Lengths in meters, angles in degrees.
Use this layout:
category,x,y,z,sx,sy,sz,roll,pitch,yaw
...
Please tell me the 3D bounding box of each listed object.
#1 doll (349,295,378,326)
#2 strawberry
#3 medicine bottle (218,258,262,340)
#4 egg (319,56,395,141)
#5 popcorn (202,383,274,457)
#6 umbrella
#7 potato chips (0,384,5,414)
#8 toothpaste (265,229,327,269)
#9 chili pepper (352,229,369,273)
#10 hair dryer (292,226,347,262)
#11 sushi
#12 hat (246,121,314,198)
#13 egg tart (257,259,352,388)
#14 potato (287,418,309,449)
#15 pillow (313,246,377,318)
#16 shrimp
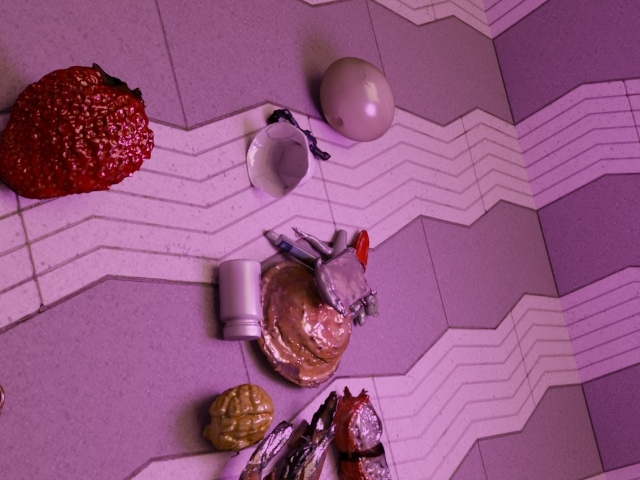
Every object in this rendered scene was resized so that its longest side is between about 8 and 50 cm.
category,x,y,z,sx,sy,sz,roll,pitch,yaw
doll,0.113,0.192,2.269,0.150,0.077,0.115,-15,79,-41
strawberry,-0.482,-0.206,1.525,0.258,0.261,0.261,-37,107,-54
medicine bottle,-0.192,0.144,1.874,0.103,0.103,0.186,13,68,-49
egg,0.112,-0.424,2.352,0.269,0.219,0.219,49,44,-21
popcorn,-0.186,0.407,1.761,0.142,0.173,0.173,49,40,4
umbrella,-0.051,-0.292,2.229,0.248,0.071,0.070,38,51,-40
potato chips,-0.643,0.272,1.306,0.208,0.062,0.195,-31,97,-50
toothpaste,-0.054,0.033,2.089,0.216,0.062,0.037,33,57,-16
chili pepper,0.117,0.028,2.333,0.088,0.065,0.168,90,12,-44
hair dryer,0.011,-0.005,2.238,0.199,0.067,0.167,45,35,-12
sushi,0.109,0.562,2.091,0.130,0.124,0.332,-15,91,-41
hat,-0.088,-0.209,2.089,0.126,0.203,0.203,7,72,-66
egg tart,-0.028,0.212,2.026,0.352,0.150,0.351,26,55,-44
potato,-0.044,0.501,1.990,0.037,0.036,0.093,57,40,-16
pillow,0.057,0.109,2.026,0.169,0.059,0.255,59,26,5
shrimp,-0.078,0.527,1.853,0.445,0.085,0.272,-56,135,-31
